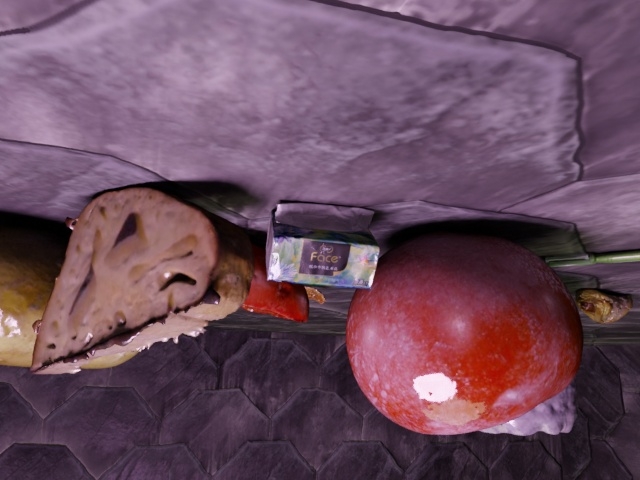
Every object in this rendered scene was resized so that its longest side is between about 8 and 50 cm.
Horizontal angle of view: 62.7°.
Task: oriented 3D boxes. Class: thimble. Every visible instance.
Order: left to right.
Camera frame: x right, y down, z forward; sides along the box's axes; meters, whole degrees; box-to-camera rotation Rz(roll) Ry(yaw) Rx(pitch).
[{"bbox_3d":[0.280,0.223,0.848,0.246,0.157,0.217,-6,163,30],"label":"thimble"}]

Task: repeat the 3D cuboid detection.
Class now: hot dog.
[{"bbox_3d":[0.571,0.137,1.060,0.169,0.061,0.078,10,165,-31],"label":"hot dog"}]

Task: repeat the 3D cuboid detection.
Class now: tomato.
[{"bbox_3d":[-0.124,0.043,0.712,0.228,0.101,0.228,10,168,2],"label":"tomato"},{"bbox_3d":[0.157,0.100,0.626,0.271,0.226,0.270,-15,177,-1],"label":"tomato"}]

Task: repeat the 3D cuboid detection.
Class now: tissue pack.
[{"bbox_3d":[0.001,-0.001,0.562,0.111,0.079,0.085,6,-159,-10],"label":"tissue pack"}]

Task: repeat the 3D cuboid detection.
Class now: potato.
[{"bbox_3d":[-0.360,0.073,0.681,0.210,0.173,0.308,31,-175,34],"label":"potato"}]

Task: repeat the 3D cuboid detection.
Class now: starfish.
[{"bbox_3d":[-0.089,0.095,1.034,0.228,0.043,0.240,5,163,-14],"label":"starfish"}]

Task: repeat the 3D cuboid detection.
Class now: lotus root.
[{"bbox_3d":[-0.190,0.034,0.530,0.261,0.170,0.074,-15,167,23],"label":"lotus root"}]

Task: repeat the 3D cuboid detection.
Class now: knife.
[{"bbox_3d":[0.417,0.024,0.717,0.212,0.015,0.054,-8,164,35],"label":"knife"}]
